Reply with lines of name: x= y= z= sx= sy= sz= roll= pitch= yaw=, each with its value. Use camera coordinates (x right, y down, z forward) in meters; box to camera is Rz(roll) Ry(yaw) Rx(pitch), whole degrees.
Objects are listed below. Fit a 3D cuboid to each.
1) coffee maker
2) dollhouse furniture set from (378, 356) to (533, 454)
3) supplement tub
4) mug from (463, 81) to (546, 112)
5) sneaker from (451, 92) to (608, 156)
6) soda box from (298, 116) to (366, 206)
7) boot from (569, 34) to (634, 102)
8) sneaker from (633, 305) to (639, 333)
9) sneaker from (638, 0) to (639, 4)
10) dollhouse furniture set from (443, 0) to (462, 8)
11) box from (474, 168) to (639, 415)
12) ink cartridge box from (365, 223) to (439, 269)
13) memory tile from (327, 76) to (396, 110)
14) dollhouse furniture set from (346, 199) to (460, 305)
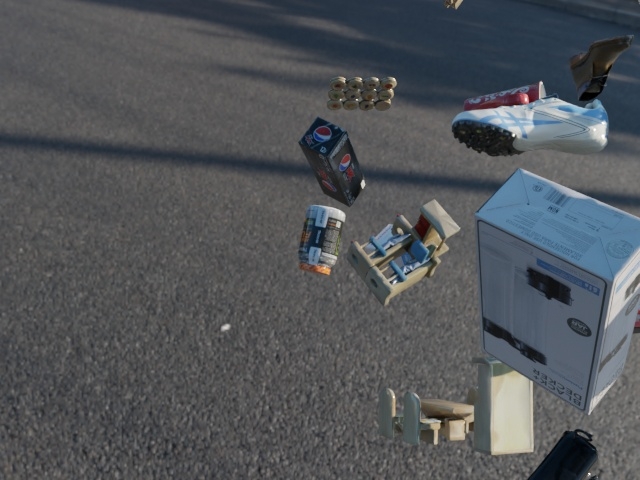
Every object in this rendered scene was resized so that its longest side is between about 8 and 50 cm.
coffee maker: x=0.583 y=0.561 z=1.678 sx=0.178 sy=0.171 sz=0.120 roll=-43 pitch=39 yaw=-21
dollhouse furniture set: x=0.424 y=0.465 z=2.028 sx=0.362 sy=0.256 sz=0.394 roll=6 pitch=-8 yaw=-28
supplement tub: x=0.000 y=0.000 z=2.007 sx=0.117 sy=0.190 sz=0.117 roll=12 pitch=-7 yaw=2
mug: x=0.408 y=-0.296 z=1.528 sx=0.169 sy=0.150 sz=0.113 roll=-4 pitch=56 yaw=27
sneaker: x=0.302 y=-0.171 z=0.997 sx=0.237 sy=0.085 sz=0.086 roll=1 pitch=74 yaw=-10
soda box: x=0.022 y=-0.121 z=1.085 sx=0.060 sy=0.169 sz=0.053 roll=30 pitch=76 yaw=25
boot: x=0.628 y=-0.380 z=1.524 sx=0.082 sy=0.106 sz=0.219 roll=-4 pitch=-1 yaw=-5
sneaker: x=0.876 y=0.185 z=1.947 sx=0.090 sy=0.145 sz=0.270 roll=28 pitch=-24 yaw=-38
sneaker: x=0.689 y=-0.451 z=1.379 sx=0.162 sy=0.063 sz=0.073 roll=36 pitch=7 yaw=-48
dollhouse furniture set: x=0.257 y=-0.511 z=1.314 sx=0.101 sy=0.161 sz=0.182 roll=38 pitch=3 yaw=15
box: x=0.281 y=0.070 z=0.819 sx=0.169 sy=0.290 sz=0.087 roll=31 pitch=64 yaw=33
ink cartridge box: x=0.257 y=0.023 z=2.130 sx=0.191 sy=0.082 sz=0.139 roll=9 pitch=41 yaw=45
memory tile: x=0.090 y=-0.322 z=1.520 sx=0.148 sy=0.113 sz=0.012 roll=-2 pitch=65 yaw=-7
dollhouse furniture set: x=0.148 y=0.006 z=1.291 sx=0.129 sy=0.183 sz=0.129 roll=-29 pitch=68 yaw=-23
